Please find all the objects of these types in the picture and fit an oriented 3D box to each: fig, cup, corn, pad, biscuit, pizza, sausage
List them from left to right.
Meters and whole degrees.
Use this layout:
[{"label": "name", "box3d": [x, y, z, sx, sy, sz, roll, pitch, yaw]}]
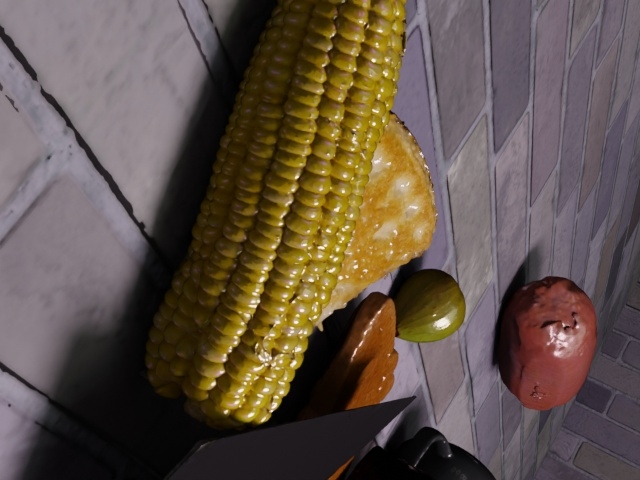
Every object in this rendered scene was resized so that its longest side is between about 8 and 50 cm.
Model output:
[{"label": "pad", "box3d": [-0.070, 0.204, 0.649, 0.247, 0.007, 0.367, -47, 160, 13]}, {"label": "corn", "box3d": [-0.021, -0.027, 0.523, 0.101, 0.101, 0.291, 6, 106, -65]}, {"label": "pizza", "box3d": [0.000, 0.000, 0.639, 0.199, 0.062, 0.188, -51, 141, -15]}, {"label": "biscuit", "box3d": [0.019, 0.157, 0.845, 0.183, 0.043, 0.280, -40, 148, -46]}, {"label": "cup", "box3d": [0.125, 0.333, 1.112, 0.176, 0.169, 0.223, -41, 133, -29]}, {"label": "fig", "box3d": [0.104, 0.070, 0.908, 0.088, 0.074, 0.074, -35, 147, -17]}, {"label": "sausage", "box3d": [0.360, 0.166, 1.427, 0.152, 0.152, 0.279, -52, 154, -27]}]

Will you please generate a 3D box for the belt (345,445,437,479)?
[{"label": "belt", "box3d": [0.042, 0.373, 0.936, 0.289, 0.164, 0.184, -57, 163, -6]}]
